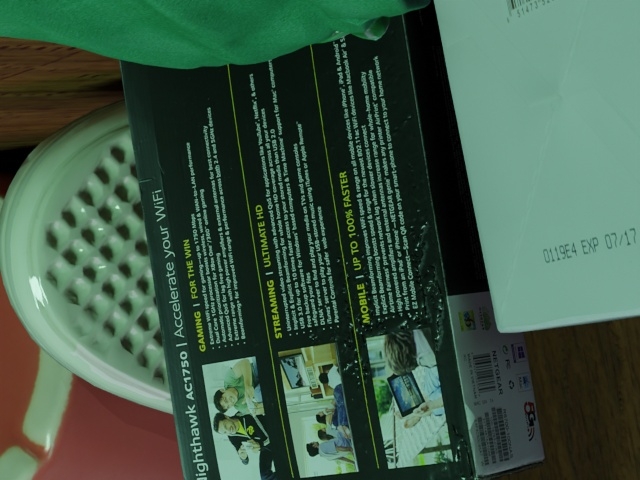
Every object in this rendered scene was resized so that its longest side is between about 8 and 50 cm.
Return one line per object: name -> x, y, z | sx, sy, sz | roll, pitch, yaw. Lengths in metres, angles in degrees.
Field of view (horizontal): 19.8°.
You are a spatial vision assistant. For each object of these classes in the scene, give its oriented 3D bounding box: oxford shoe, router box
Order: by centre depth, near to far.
router box -> 0.000, 0.000, 0.650 | 0.133, 0.178, 0.046 | -12, 175, 39
oxford shoe -> 0.008, -0.008, 0.928 | 0.130, 0.169, 0.449 | 13, -166, 39

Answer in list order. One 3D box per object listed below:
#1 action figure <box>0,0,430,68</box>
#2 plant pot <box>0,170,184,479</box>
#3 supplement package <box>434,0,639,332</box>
action figure -> -0.031, -0.067, 0.348 | 0.137, 0.063, 0.232 | -14, 173, 19
plant pot -> -0.169, 0.075, 1.031 | 0.275, 0.274, 0.243 | -12, 167, 18
supplement package -> 0.178, -0.059, 0.575 | 0.244, 0.133, 0.139 | -9, 177, -24
